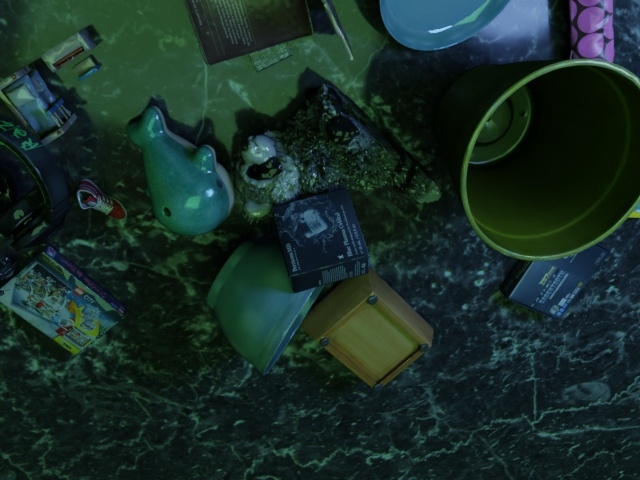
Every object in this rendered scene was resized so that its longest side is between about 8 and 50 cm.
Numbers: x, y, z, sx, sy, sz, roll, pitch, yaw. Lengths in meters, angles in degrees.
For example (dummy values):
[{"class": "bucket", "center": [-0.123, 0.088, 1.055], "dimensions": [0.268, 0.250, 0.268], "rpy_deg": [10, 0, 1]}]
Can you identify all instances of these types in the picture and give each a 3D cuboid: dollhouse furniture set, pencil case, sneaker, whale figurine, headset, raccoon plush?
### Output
[{"class": "dollhouse furniture set", "center": [-0.484, -0.283, 1.090], "dimensions": [0.183, 0.129, 0.129], "rpy_deg": [-30, 117, 4]}, {"class": "pencil case", "center": [0.564, -0.462, 1.234], "dimensions": [0.098, 0.095, 0.209], "rpy_deg": [-8, 116, 16]}, {"class": "sneaker", "center": [-0.461, -0.076, 1.229], "dimensions": [0.042, 0.067, 0.118], "rpy_deg": [-43, 116, 11]}, {"class": "whale figurine", "center": [-0.299, -0.129, 1.179], "dimensions": [0.216, 0.141, 0.272], "rpy_deg": [-23, 108, 37]}, {"class": "headset", "center": [-0.618, -0.052, 1.116], "dimensions": [0.243, 0.185, 0.394], "rpy_deg": [29, 134, 2]}, {"class": "raccoon plush", "center": [0.028, -0.110, 1.244], "dimensions": [0.446, 0.216, 0.299], "rpy_deg": [37, 112, -24]}]

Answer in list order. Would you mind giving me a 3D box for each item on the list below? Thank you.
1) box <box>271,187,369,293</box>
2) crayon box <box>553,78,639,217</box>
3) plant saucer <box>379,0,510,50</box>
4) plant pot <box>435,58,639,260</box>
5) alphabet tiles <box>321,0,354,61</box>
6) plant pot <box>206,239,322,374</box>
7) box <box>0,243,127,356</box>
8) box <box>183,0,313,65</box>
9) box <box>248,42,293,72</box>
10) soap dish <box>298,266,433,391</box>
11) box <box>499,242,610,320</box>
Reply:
[{"class": "box", "center": [0.000, 0.000, 1.149], "dimensions": [0.158, 0.156, 0.093], "rpy_deg": [-16, 155, -3]}, {"class": "crayon box", "center": [0.682, -0.213, 1.366], "dimensions": [0.362, 0.106, 0.313], "rpy_deg": [0, 116, -10]}, {"class": "plant saucer", "center": [0.250, -0.509, 1.108], "dimensions": [0.317, 0.044, 0.318], "rpy_deg": [-17, 147, -12]}, {"class": "plant pot", "center": [0.394, -0.202, 1.172], "dimensions": [0.366, 0.353, 0.367], "rpy_deg": [-4, 117, -8]}, {"class": "alphabet tiles", "center": [-0.022, -0.480, 0.998], "dimensions": [0.011, 0.285, 0.343], "rpy_deg": [-23, 118, 12]}, {"class": "plant pot", "center": [-0.124, 0.119, 1.292], "dimensions": [0.196, 0.293, 0.293], "rpy_deg": [32, 108, 5]}, {"class": "box", "center": [-0.582, 0.139, 1.321], "dimensions": [0.159, 0.044, 0.233], "rpy_deg": [-38, 116, 8]}, {"class": "box", "center": [-0.140, -0.441, 1.049], "dimensions": [0.203, 0.168, 0.167], "rpy_deg": [-17, 125, -2]}, {"class": "box", "center": [-0.106, -0.386, 1.176], "dimensions": [0.083, 0.018, 0.067], "rpy_deg": [-27, 118, 2]}, {"class": "soap dish", "center": [0.123, 0.228, 1.462], "dimensions": [0.229, 0.118, 0.291], "rpy_deg": [-42, 117, 10]}, {"class": "box", "center": [0.604, 0.077, 1.515], "dimensions": [0.183, 0.059, 0.233], "rpy_deg": [23, 109, -19]}]
